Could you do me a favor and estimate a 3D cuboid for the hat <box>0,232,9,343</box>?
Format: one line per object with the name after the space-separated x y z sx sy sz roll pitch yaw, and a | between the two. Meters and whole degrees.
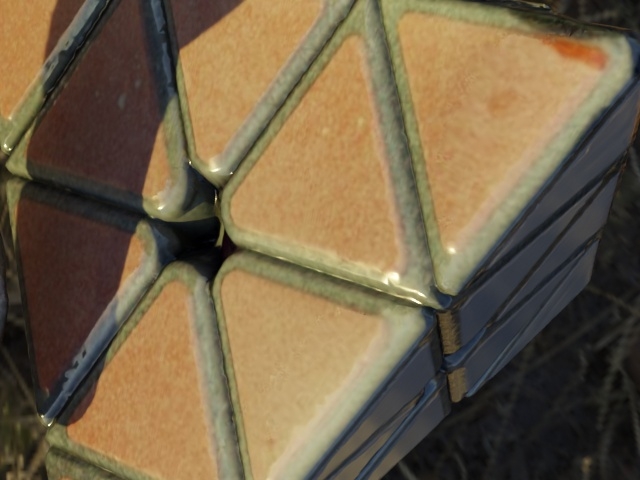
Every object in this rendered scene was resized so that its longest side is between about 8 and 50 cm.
-0.217 -0.020 0.551 0.214 0.149 0.245 -25 90 2 | hat

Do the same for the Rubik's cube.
-0.002 -0.001 0.646 0.228 0.229 0.233 -11 121 3 | Rubik's cube
